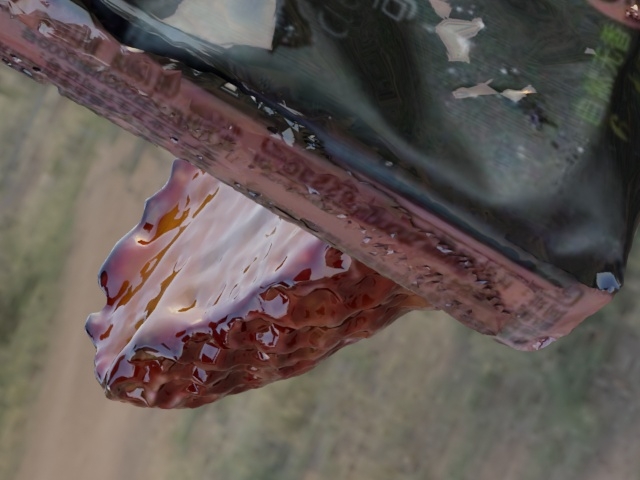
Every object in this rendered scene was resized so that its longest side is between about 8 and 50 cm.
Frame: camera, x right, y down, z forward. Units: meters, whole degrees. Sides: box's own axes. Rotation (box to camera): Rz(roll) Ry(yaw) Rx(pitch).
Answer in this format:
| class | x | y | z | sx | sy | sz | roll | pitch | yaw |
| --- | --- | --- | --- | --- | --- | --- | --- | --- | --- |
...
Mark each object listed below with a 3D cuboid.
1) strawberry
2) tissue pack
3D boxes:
| class | x | y | z | sx | sy | sz | roll | pitch | yaw |
| --- | --- | --- | --- | --- | --- | --- | --- | --- | --- |
| strawberry | 0.000 | 0.000 | 1.241 | 0.336 | 0.149 | 0.265 | -41 | 31 | 16 |
| tissue pack | 0.001 | -0.124 | 0.787 | 0.123 | 0.332 | 0.245 | -49 | 13 | 51 |
